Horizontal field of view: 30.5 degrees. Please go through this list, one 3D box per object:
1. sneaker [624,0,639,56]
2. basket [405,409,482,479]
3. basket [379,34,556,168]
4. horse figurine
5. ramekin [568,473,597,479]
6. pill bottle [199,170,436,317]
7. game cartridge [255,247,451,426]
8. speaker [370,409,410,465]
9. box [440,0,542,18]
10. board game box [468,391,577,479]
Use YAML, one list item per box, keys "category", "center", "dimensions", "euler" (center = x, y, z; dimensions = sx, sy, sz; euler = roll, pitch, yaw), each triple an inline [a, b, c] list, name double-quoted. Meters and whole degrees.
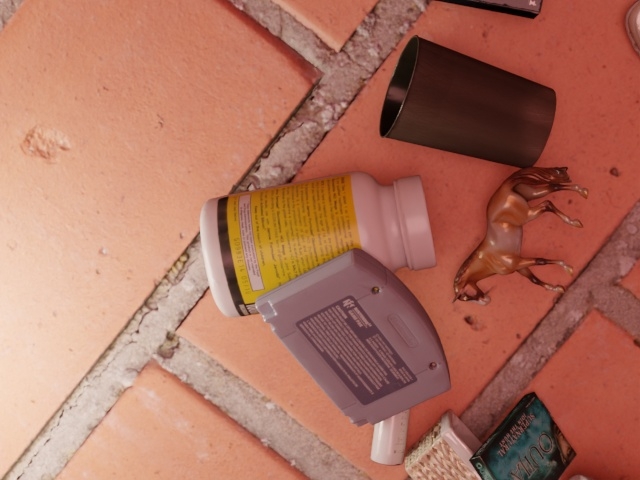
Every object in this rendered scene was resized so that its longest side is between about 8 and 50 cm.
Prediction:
- category: "sneaker"
  center: [0.573, -0.253, 1.737]
  dimensions: [0.292, 0.118, 0.110]
  euler: [45, 99, 0]
- category: "basket"
  center: [0.219, 0.368, 1.831]
  dimensions: [0.103, 0.113, 0.167]
  euler: [-43, 92, 9]
- category: "basket"
  center: [0.222, -0.197, 1.744]
  dimensions: [0.227, 0.204, 0.154]
  euler: [15, 82, -6]
- category: "horse figurine"
  center: [0.307, -0.012, 1.788]
  dimensions: [0.174, 0.066, 0.263]
  euler: [10, 120, 5]
- category: "ramekin"
  center: [0.440, 0.496, 1.753]
  dimensions: [0.135, 0.277, 0.277]
  euler: [7, 97, -4]
- category: "pill bottle"
  center: [0.000, 0.000, 1.771]
  dimensions: [0.334, 0.188, 0.188]
  euler: [-10, 95, 6]
- category: "game cartridge"
  center: [0.064, 0.145, 1.732]
  dimensions: [0.196, 0.060, 0.294]
  euler: [-25, 124, 19]
- category: "speaker"
  center: [0.114, 0.284, 1.859]
  dimensions: [0.055, 0.055, 0.136]
  euler: [7, 97, 4]
- category: "box"
  center: [0.261, -0.478, 1.743]
  dimensions: [0.184, 0.103, 0.261]
  euler: [12, 96, 6]
- category: "board game box"
  center: [0.314, 0.333, 1.797]
  dimensions: [0.026, 0.186, 0.126]
  euler: [-31, 94, 46]
